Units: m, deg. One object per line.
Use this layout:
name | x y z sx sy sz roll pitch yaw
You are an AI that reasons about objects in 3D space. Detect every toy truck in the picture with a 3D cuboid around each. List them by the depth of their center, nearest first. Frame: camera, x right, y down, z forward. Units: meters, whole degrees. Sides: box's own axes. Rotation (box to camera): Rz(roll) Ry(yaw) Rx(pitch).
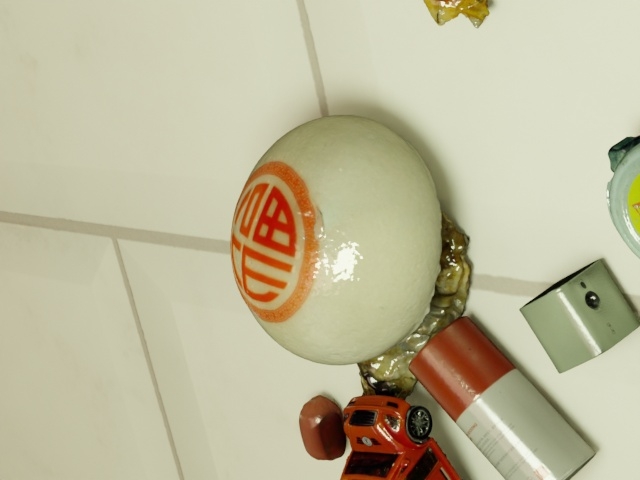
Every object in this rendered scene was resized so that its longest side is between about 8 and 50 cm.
toy truck | 0.110 0.304 1.806 0.107 0.114 0.252 -5 127 50

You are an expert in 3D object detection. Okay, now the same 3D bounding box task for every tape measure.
tape measure | 0.392 0.029 1.394 0.330 0.084 0.164 59 143 4

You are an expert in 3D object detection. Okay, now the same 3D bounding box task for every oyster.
oyster | 0.096 0.100 1.776 0.129 0.078 0.345 32 131 19

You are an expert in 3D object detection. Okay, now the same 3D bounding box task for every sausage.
sausage | 0.001 0.248 1.969 0.054 0.059 0.094 30 138 56

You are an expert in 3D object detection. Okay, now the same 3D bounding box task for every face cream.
face cream | 0.203 0.193 1.689 0.214 0.096 0.096 48 139 15

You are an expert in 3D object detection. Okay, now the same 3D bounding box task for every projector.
projector | 0.270 0.079 1.557 0.082 0.083 0.083 58 141 3

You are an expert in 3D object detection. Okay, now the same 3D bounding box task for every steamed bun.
steamed bun | 0.000 0.000 1.669 0.283 0.177 0.283 1 91 55

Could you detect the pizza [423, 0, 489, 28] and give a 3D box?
pizza | 0.146 -0.334 1.443 0.229 0.081 0.289 16 122 40
